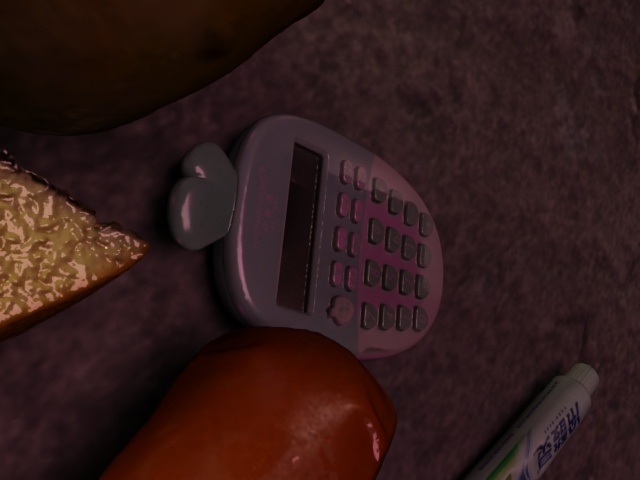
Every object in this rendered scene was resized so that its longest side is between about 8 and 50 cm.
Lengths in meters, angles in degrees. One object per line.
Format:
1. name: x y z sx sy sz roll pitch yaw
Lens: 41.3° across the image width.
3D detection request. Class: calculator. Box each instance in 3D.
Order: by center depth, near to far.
1. calculator: 0.000 0.000 0.686 0.299 0.041 0.185 18 70 -41

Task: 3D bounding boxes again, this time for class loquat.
1. loquat: -0.123 -0.201 0.460 0.276 0.276 0.284 54 52 -21

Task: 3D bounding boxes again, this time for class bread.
1. bread: -0.224 0.001 0.428 0.260 0.129 0.134 30 70 -33

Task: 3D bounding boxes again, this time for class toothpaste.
1. toothpaste: 0.186 0.214 0.814 0.297 0.048 0.075 -37 109 -36

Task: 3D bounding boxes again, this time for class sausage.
1. sausage: -0.058 0.170 0.524 0.141 0.153 0.268 30 53 13
